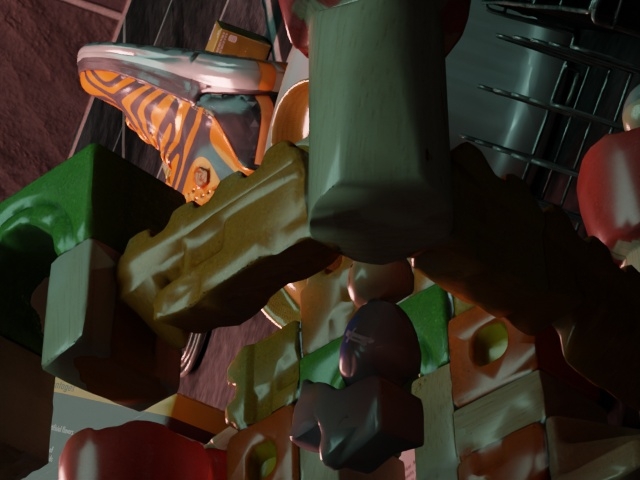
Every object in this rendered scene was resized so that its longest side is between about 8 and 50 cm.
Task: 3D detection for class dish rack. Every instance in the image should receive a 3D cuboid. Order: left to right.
[{"bbox_3d":[0.119,-0.030,1.124,0.208,0.074,0.271,-142,70,-77],"label":"dish rack"}]

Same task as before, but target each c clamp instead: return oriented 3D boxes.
[{"bbox_3d":[-0.130,0.073,2.092,0.137,0.022,0.160,-31,41,62],"label":"c clamp"}]

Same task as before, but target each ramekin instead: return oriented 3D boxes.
[{"bbox_3d":[0.055,-0.093,1.342,0.273,0.127,0.273,-162,90,-77],"label":"ramekin"}]

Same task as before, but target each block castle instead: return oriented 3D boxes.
[{"bbox_3d":[-0.038,0.038,0.941,0.453,0.303,0.213,-30,43,32],"label":"block castle"}]

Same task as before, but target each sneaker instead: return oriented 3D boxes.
[{"bbox_3d":[-0.133,-0.085,1.816,0.321,0.124,0.180,15,101,55],"label":"sneaker"}]

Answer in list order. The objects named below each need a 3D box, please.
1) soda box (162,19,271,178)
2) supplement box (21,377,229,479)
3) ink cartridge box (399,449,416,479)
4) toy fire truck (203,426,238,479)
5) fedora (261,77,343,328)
[{"bbox_3d":[-0.117,-0.148,2.224,0.058,0.061,0.181,-118,48,-71],"label":"soda box"},{"bbox_3d":[-0.177,0.219,1.664,0.191,0.129,0.194,8,76,37],"label":"supplement box"},{"bbox_3d":[0.027,0.244,1.129,0.324,0.071,0.330,131,153,-56],"label":"ink cartridge box"},{"bbox_3d":[-0.060,0.190,1.440,0.217,0.158,0.246,-29,49,58],"label":"toy fire truck"},{"bbox_3d":[0.000,0.000,1.172,0.194,0.079,0.194,46,148,41],"label":"fedora"}]
